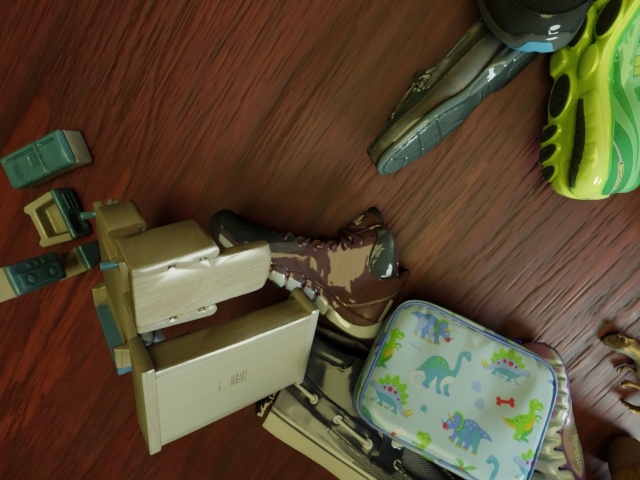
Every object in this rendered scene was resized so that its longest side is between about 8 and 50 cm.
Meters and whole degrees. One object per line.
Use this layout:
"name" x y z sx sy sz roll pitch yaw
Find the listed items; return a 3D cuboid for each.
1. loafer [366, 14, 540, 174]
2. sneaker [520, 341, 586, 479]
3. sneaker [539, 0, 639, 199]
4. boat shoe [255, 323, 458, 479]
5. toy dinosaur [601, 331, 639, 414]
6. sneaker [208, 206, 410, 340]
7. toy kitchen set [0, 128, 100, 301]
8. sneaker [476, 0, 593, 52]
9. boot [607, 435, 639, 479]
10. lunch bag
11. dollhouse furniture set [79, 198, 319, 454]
"loafer" 0.158 -0.193 0.511 0.267 0.096 0.084 -39 74 7
"sneaker" 0.314 0.260 0.570 0.095 0.104 0.237 -11 78 52
"sneaker" 0.343 -0.193 0.476 0.123 0.109 0.296 6 100 -18
"boat shoe" 0.083 0.257 0.585 0.340 0.127 0.158 29 98 2
"toy dinosaur" 0.473 0.201 0.539 0.211 0.064 0.112 29 103 3
"sneaker" 0.000 0.000 0.571 0.281 0.106 0.163 34 97 -7
"toy kitchen set" -0.405 -0.041 0.586 0.122 0.166 0.207 -20 98 13
"sneaker" 0.233 -0.363 0.396 0.124 0.139 0.341 8 89 9
"boot" 0.417 0.428 0.511 0.104 0.211 0.296 -10 97 28
"lunch bag" 0.164 0.184 0.512 0.218 0.090 0.176 25 74 7
"dollhouse furniture set" -0.169 0.035 0.522 0.303 0.198 0.287 43 134 38
